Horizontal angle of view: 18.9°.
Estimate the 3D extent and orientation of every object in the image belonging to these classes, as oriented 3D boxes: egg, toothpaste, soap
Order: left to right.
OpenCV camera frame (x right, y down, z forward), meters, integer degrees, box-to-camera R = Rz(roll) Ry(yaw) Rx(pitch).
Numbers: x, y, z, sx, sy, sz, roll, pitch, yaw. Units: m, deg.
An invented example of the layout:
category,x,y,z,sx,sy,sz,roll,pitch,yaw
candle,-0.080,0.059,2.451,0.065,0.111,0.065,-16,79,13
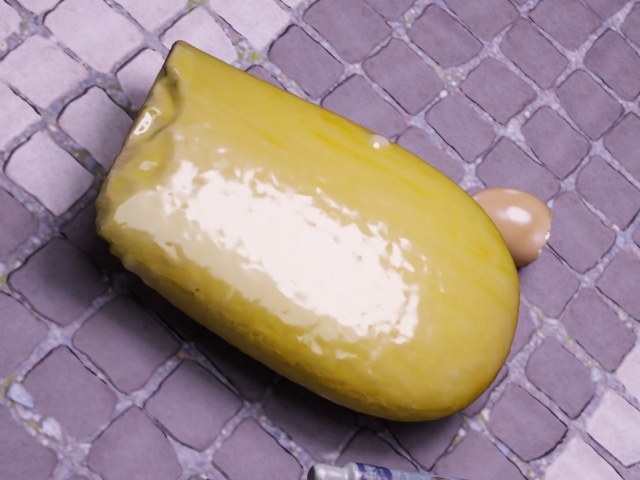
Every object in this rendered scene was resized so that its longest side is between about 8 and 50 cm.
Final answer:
category,x,y,z,sx,sy,sz,roll,pitch,yaw
soap,-0.002,0.001,1.838,0.427,0.115,0.306,30,46,-8
toothpaste,0.085,0.236,1.784,0.216,0.037,0.062,15,53,-26
egg,0.190,-0.016,1.976,0.096,0.080,0.080,22,51,3
